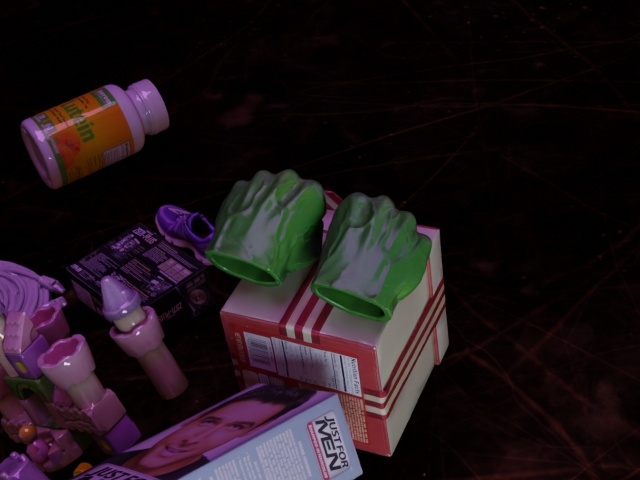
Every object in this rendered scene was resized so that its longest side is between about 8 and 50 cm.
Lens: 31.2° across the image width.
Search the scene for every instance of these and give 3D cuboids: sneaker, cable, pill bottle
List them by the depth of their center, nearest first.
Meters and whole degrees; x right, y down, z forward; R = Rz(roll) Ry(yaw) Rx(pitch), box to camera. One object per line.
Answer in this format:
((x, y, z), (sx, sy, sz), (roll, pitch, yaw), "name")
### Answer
((-0.532, 0.131, 1.745), (0.257, 0.089, 0.257), (26, 51, 37), "cable")
((-0.210, -0.026, 1.883), (0.068, 0.071, 0.170), (-35, 44, -28), "sneaker")
((-0.407, -0.203, 2.090), (0.245, 0.136, 0.136), (-28, 42, -21), "pill bottle")

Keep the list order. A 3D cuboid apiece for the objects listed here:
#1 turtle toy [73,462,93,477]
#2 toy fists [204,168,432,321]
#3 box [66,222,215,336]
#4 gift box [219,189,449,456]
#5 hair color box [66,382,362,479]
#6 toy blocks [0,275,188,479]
((-0.276, 0.338, 1.447), (0.130, 0.066, 0.095), (2, 35, 22), "turtle toy")
((0.000, 0.000, 1.411), (0.279, 0.096, 0.142), (16, 68, 23), "toy fists")
((-0.279, 0.070, 1.773), (0.147, 0.078, 0.180), (-35, 45, -28), "box")
((0.015, 0.093, 1.544), (0.276, 0.255, 0.258), (16, 47, 20), "gift box")
((-0.157, 0.294, 1.327), (0.374, 0.114, 0.185), (-23, 11, -33), "hair color box")
((-0.388, 0.170, 1.471), (0.288, 0.260, 0.309), (-2, 35, 43), "toy blocks")
